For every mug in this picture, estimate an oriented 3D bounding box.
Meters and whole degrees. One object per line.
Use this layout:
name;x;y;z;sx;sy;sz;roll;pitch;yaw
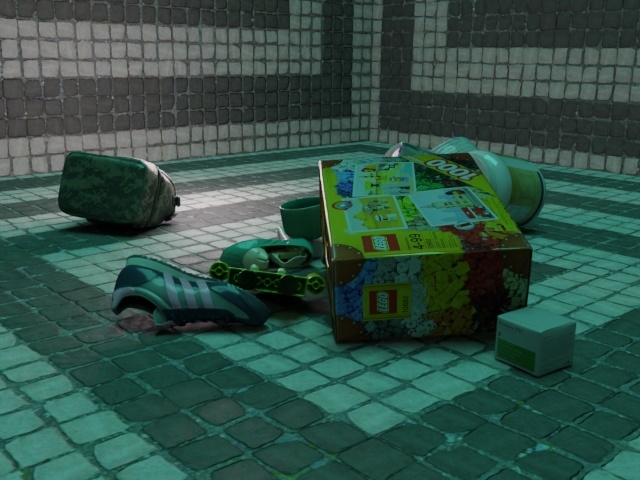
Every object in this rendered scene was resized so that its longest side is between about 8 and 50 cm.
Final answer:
mug;-0.025;-0.056;1.932;0.158;0.097;0.129;-7;16;6

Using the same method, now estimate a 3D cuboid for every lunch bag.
lunch bag;0.245;-0.173;2.282;0.160;0.223;0.262;17;-8;-14
lunch bag;-0.625;-0.149;2.274;0.305;0.212;0.256;7;-1;14

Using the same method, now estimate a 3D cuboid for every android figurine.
android figurine;-0.115;0.085;1.563;0.248;0.056;0.273;7;-1;-3

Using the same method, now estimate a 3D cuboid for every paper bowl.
paper bowl;0.440;-0.201;2.442;0.284;0.284;0.148;-12;53;-40

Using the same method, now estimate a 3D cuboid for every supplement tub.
supplement tub;0.526;-0.158;2.230;0.316;0.228;0.228;3;9;-44

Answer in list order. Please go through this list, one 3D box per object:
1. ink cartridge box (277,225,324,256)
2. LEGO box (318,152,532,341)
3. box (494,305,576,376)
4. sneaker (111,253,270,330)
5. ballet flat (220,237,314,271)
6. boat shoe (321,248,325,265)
ink cartridge box;0.000;0.000;2.038;0.225;0.056;0.181;-3;16;-11
LEGO box;0.193;-0.008;1.555;0.372;0.193;0.500;-3;27;-2
box;0.384;0.178;1.291;0.102;0.087;0.101;-9;17;-34
sneaker;-0.264;0.137;1.443;0.319;0.112;0.131;16;59;9
ballet flat;-0.127;0.039;1.825;0.247;0.083;0.087;-6;25;-24
boat shoe;0.085;-0.003;1.843;0.075;0.206;0.065;37;8;-47
